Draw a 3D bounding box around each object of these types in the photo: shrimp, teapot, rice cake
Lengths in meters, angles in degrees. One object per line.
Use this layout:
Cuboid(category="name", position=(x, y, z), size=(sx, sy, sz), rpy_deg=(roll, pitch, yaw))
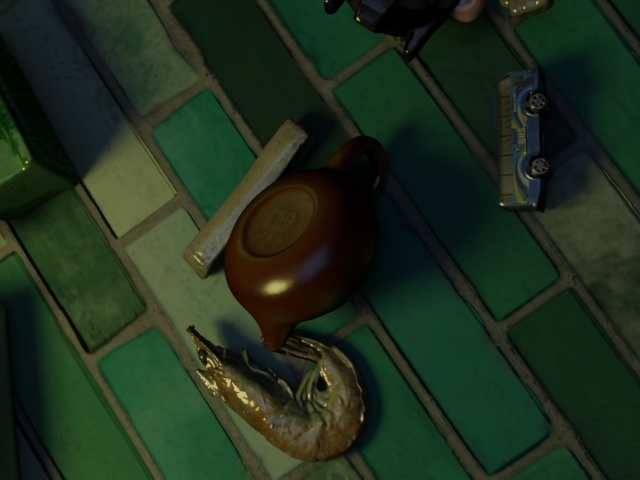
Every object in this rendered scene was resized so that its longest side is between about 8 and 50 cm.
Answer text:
Cuboid(category="shrimp", position=(-0.046, 0.146, 1.381), size=(0.223, 0.047, 0.126), rpy_deg=(36, 84, 10))
Cuboid(category="teapot", position=(0.000, 0.000, 1.361), size=(0.178, 0.135, 0.252), rpy_deg=(17, 66, 42))
Cuboid(category="rice cake", position=(-0.081, -0.046, 1.423), size=(0.047, 0.036, 0.206), rpy_deg=(37, 92, 27))

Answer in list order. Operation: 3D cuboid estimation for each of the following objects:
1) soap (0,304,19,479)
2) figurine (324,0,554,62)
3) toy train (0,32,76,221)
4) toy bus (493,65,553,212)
Cuboid(category="soap", position=(-0.433, 0.210, 1.439), size=(0.160, 0.087, 0.265), rpy_deg=(-8, 80, 11))
Cuboid(category="figurine", position=(0.125, -0.332, 1.360), size=(0.308, 0.143, 0.308), rpy_deg=(-10, 67, 25))
Cuboid(category="toy train", position=(-0.425, -0.123, 1.458), size=(0.202, 0.145, 0.266), rpy_deg=(-31, 77, 4))
Cuboid(category="toy bus", position=(0.216, -0.106, 1.355), size=(0.061, 0.051, 0.153), rpy_deg=(-3, 82, 18))
